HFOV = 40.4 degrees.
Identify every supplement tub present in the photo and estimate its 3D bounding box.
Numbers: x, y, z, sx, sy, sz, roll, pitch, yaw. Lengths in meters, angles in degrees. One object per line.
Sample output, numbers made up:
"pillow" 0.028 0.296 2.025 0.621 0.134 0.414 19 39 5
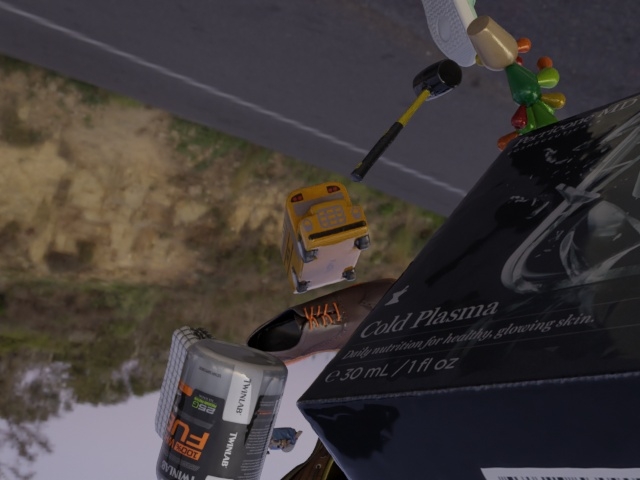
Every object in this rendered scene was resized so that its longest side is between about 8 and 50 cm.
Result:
"supplement tub" -0.113 0.214 0.965 0.117 0.190 0.117 15 -178 -1

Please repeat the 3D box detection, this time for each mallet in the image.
"mallet" 0.091 -0.138 1.018 0.039 0.190 0.062 45 165 -13

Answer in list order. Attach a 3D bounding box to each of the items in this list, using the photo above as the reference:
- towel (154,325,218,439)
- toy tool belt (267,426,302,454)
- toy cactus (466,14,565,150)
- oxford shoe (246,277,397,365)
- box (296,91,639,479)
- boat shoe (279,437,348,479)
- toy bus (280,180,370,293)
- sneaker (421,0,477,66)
"towel" -0.242 0.347 1.857 0.121 0.284 0.235 -4 -152 -38
"toy tool belt" -0.079 0.380 1.671 0.083 0.052 0.051 2 143 -30
"toy cactus" 0.244 -0.218 1.137 0.112 0.219 0.180 -28 130 28
"oxford shoe" 0.009 0.132 1.386 0.271 0.097 0.098 -26 161 12
"box" 0.323 0.076 0.760 0.480 0.472 0.297 -17 111 48
"boat shoe" 0.040 0.411 1.594 0.104 0.111 0.307 -15 -161 39
"toy bus" 0.000 0.000 1.479 0.108 0.130 0.333 -14 163 -9
"sneaker" 0.229 -0.378 1.309 0.151 0.256 0.094 -10 155 -20
